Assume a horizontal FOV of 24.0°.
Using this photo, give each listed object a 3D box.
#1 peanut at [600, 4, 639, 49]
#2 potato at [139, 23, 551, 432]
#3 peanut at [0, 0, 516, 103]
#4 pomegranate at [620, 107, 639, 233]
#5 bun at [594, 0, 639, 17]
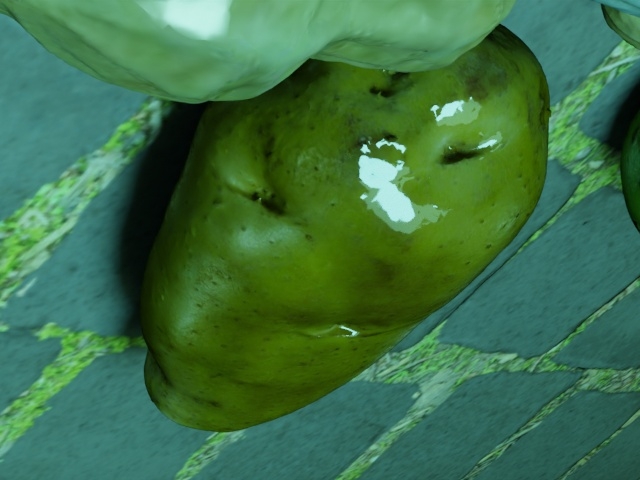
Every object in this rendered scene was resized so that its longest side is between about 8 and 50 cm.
[{"bbox_3d":[0.279,-0.179,0.924,0.236,0.120,0.110,-21,130,-14],"label":"peanut"},{"bbox_3d":[0.000,0.000,0.895,0.195,0.176,0.369,-45,172,-44],"label":"potato"},{"bbox_3d":[-0.027,-0.134,0.636,0.313,0.152,0.152,-6,143,-46],"label":"peanut"},{"bbox_3d":[0.323,-0.029,1.102,0.211,0.263,0.211,8,163,3],"label":"pomegranate"},{"bbox_3d":[0.266,-0.211,0.694,0.362,0.211,0.362,-1,172,0],"label":"bun"}]
